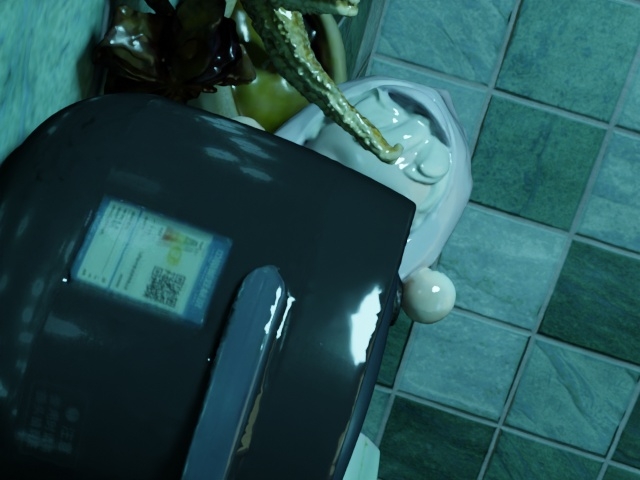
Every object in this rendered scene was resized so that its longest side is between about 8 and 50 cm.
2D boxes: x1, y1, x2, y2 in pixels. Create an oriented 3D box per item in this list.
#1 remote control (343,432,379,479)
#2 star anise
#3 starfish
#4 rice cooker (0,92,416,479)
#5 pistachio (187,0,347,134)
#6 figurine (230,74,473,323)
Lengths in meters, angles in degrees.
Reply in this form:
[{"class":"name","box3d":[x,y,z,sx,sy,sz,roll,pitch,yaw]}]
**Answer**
[{"class":"remote control","box3d":[-0.095,0.267,1.128,0.344,0.050,0.145,-24,-144,40]},{"class":"star anise","box3d":[-0.096,-0.126,0.750,0.191,0.097,0.070,69,17,-75]},{"class":"starfish","box3d":[-0.032,-0.144,0.750,0.048,0.231,0.295,-35,155,-5]},{"class":"rice cooker","box3d":[-0.080,0.059,0.701,0.267,0.224,0.267,17,90,-87]},{"class":"pistachio","box3d":[-0.055,-0.104,0.971,0.137,0.153,0.238,-22,142,-33]},{"class":"figurine","box3d":[0.001,-0.001,0.888,0.276,0.200,0.133,-50,173,2]}]
